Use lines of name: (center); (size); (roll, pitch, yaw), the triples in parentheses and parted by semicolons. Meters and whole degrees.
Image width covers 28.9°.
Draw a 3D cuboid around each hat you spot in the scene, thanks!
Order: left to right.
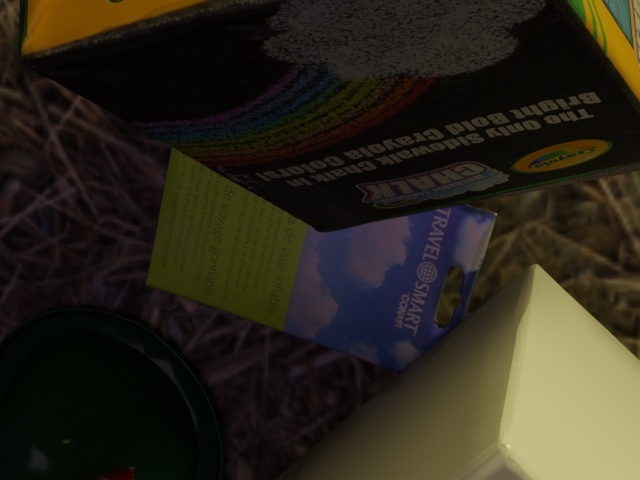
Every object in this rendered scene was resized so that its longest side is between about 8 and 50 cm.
hat: (-0.163, 0.141, 0.696); (0.173, 0.183, 0.209); (26, 113, 10)

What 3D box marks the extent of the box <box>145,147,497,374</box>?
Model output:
box: (0.000, 0.000, 0.672); (0.178, 0.042, 0.109); (18, 113, 12)

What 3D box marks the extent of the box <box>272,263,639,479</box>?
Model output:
box: (0.054, 0.217, 0.630); (0.215, 0.168, 0.345); (42, 118, -8)

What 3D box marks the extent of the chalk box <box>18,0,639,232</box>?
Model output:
chalk box: (0.036, -0.120, 0.518); (0.180, 0.289, 0.179); (-11, 72, 24)

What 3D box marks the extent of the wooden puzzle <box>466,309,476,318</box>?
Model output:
wooden puzzle: (0.116, 0.058, 0.670); (0.083, 0.006, 0.049); (29, 114, 9)
